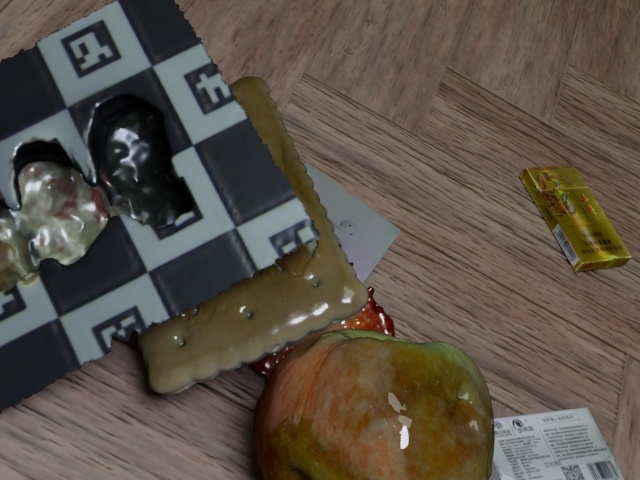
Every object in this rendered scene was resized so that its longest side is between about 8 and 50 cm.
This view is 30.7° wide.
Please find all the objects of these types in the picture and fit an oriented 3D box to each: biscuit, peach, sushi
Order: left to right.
[{"bbox_3d":[-0.229,-0.021,1.066,0.373,0.100,0.296,-30,75,-5],"label":"sushi"},{"bbox_3d":[-0.104,-0.018,1.117,0.217,0.044,0.325,-22,52,-2],"label":"biscuit"},{"bbox_3d":[0.053,0.195,1.013,0.214,0.214,0.236,-3,90,-31],"label":"peach"}]

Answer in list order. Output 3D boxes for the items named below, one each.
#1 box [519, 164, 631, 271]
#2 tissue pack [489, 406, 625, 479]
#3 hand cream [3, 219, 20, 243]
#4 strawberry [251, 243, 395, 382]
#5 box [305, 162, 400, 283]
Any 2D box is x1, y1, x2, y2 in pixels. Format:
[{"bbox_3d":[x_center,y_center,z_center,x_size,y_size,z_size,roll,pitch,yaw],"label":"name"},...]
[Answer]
[{"bbox_3d":[0.325,-0.031,1.489,0.089,0.022,0.156,-3,54,-31],"label":"box"},{"bbox_3d":[0.205,0.233,1.139,0.148,0.099,0.106,0,51,-29],"label":"tissue pack"},{"bbox_3d":[-0.248,-0.004,1.146,0.165,0.037,0.057,0,53,-36],"label":"hand cream"},{"bbox_3d":[-0.027,0.081,1.158,0.167,0.087,0.208,-32,88,-5],"label":"strawberry"},{"bbox_3d":[0.000,0.000,1.261,0.129,0.051,0.130,35,45,3],"label":"box"}]
